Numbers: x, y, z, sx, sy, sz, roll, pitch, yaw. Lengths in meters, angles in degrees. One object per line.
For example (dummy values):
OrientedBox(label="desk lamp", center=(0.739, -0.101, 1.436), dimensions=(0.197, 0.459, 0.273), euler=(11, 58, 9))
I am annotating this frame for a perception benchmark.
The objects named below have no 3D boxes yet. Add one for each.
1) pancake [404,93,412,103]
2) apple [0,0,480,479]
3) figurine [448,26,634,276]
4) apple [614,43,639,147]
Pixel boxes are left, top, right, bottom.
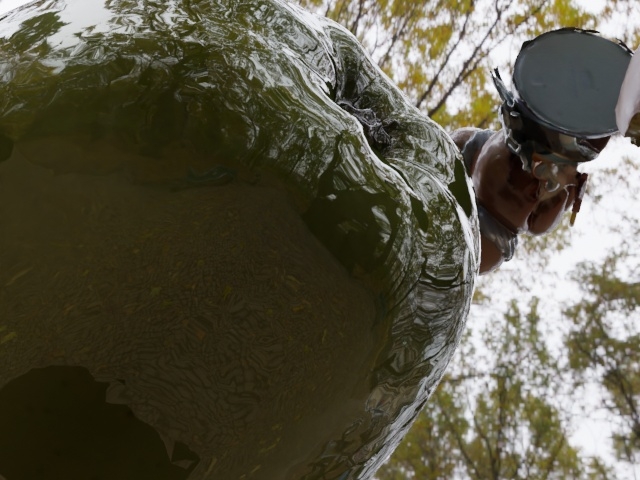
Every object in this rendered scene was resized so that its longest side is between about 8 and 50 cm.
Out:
OrientedBox(label="pancake", center=(-0.031, -0.006, 0.911), dimensions=(0.067, 0.426, 0.305), euler=(44, -43, -16))
OrientedBox(label="apple", center=(-0.090, 0.018, 0.467), dimensions=(0.358, 0.357, 0.357), euler=(6, -49, 7))
OrientedBox(label="figurine", center=(0.316, -0.123, 1.221), dimensions=(0.248, 0.276, 0.388), euler=(4, -27, 1))
OrientedBox(label="apple", center=(0.331, -0.115, 0.654), dimensions=(0.156, 0.158, 0.147), euler=(1, -53, -29))
